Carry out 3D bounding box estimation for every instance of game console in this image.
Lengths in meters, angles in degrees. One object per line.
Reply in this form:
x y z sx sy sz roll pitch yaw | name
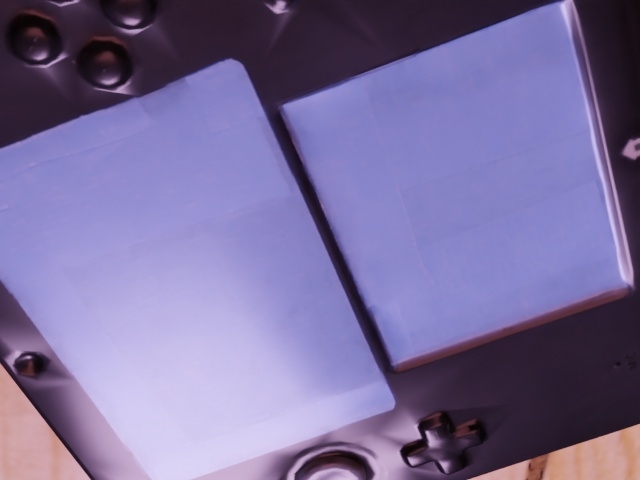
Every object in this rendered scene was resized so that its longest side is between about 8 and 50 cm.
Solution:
0.000 0.000 0.500 0.342 0.060 0.386 -17 127 10 | game console
